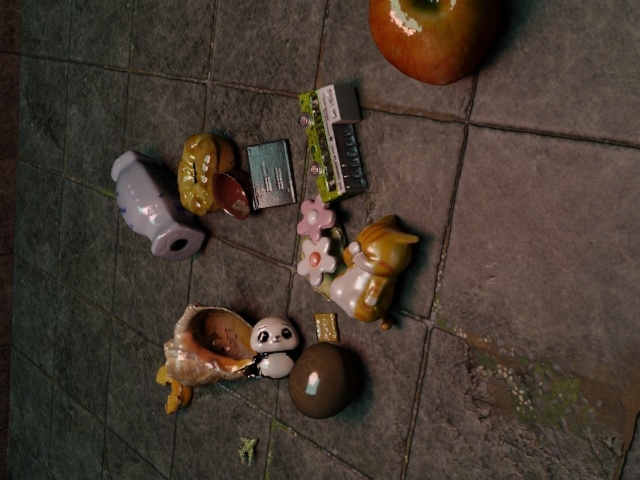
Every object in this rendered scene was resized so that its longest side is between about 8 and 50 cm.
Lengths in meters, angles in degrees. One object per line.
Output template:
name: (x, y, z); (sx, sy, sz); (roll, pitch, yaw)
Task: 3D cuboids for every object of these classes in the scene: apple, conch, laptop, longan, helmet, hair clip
apple: (0.236, -0.497, 1.435); (0.301, 0.301, 0.301); (5, 98, 43)
conch: (-0.331, 0.324, 2.110); (0.210, 0.352, 0.297); (-93, 5, -69)
laptop: (-0.148, -0.195, 1.953); (0.135, 0.016, 0.197); (-9, 88, 9)
longan: (0.008, 0.384, 1.796); (0.198, 0.198, 0.212); (40, 104, 34)
helmet: (-0.249, -0.162, 2.024); (0.155, 0.106, 0.175); (6, 133, 42)
hair clip: (-0.006, -0.001, 1.802); (0.146, 0.075, 0.257); (-11, 82, 48)

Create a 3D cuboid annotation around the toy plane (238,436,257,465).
toy plane: (-0.239, 0.679, 2.156); (0.111, 0.040, 0.102); (-57, 47, 33)

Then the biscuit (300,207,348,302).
biscuit: (0.015, 0.050, 1.856); (0.187, 0.036, 0.273); (-28, 75, 41)

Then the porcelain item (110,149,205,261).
porcelain item: (-0.565, -0.122, 2.256); (0.178, 0.242, 0.405); (-47, 59, 15)

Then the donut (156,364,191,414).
donut: (-0.524, 0.529, 2.392); (0.146, 0.078, 0.181); (-48, 56, 34)

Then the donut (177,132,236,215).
donut: (-0.368, -0.216, 2.124); (0.208, 0.128, 0.261); (37, 119, 44)

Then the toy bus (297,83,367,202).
toy bus: (0.040, -0.259, 1.758); (0.139, 0.113, 0.301); (-14, 87, 43)

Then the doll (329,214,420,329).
doll: (0.131, 0.081, 1.663); (0.166, 0.162, 0.269); (41, 122, 42)

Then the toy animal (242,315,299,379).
toy animal: (-0.146, 0.315, 1.952); (0.138, 0.166, 0.179); (-155, 65, -73)

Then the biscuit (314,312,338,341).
biscuit: (0.017, 0.248, 1.886); (0.081, 0.018, 0.083); (-10, 88, 43)
